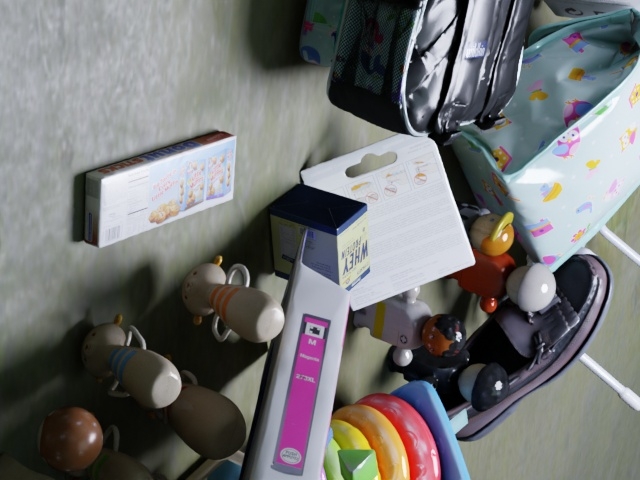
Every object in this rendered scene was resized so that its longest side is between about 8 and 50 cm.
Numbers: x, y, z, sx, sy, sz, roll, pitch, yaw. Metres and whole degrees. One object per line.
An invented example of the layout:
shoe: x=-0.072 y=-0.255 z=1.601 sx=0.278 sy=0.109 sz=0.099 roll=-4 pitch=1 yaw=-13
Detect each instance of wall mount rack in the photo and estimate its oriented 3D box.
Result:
wall mount rack: x=0.381 y=0.043 z=2.049 sx=0.350 sy=0.131 sz=0.304 roll=-58 pitch=143 yaw=-34

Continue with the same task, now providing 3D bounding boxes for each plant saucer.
plant saucer: x=0.106 y=0.261 z=1.796 sx=0.067 sy=0.018 sz=0.192 roll=-31 pitch=168 yaw=-45

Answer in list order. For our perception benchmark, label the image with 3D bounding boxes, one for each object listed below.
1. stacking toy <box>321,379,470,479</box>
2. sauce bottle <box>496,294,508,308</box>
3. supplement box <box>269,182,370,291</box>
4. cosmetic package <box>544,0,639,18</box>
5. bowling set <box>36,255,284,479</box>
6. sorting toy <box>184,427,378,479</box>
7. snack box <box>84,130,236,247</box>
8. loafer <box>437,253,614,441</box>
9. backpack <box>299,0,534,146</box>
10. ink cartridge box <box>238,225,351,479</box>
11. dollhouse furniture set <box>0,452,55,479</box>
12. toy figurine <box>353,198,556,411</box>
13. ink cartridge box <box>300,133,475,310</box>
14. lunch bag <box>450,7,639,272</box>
stacking toy: x=-0.004 y=0.257 z=1.632 sx=0.302 sy=0.165 sz=0.175 roll=-5 pitch=155 yaw=-38
sauce bottle: x=0.245 y=0.089 z=1.995 sx=0.042 sy=0.042 sz=0.128 roll=-59 pitch=145 yaw=-18
supplement box: x=0.000 y=0.000 z=1.534 sx=0.056 sy=0.083 sz=0.083 roll=-40 pitch=138 yaw=-42
cosmetic package: x=0.279 y=-0.422 z=1.641 sx=0.453 sy=0.162 sz=0.230 roll=30 pitch=75 yaw=-57
bowling set: x=-0.171 y=0.141 z=1.334 sx=0.200 sy=0.154 sz=0.287 roll=15 pitch=96 yaw=-39
sorting toy: x=-0.084 y=0.270 z=1.451 sx=0.348 sy=0.196 sz=0.047 roll=-40 pitch=134 yaw=-39
snack box: x=-0.139 y=-0.047 z=1.358 sx=0.178 sy=0.022 sz=0.064 roll=-23 pitch=124 yaw=-49
loafer: x=0.233 y=0.133 z=1.867 sx=0.095 sy=0.109 sz=0.302 roll=14 pitch=123 yaw=-46
backpack: x=0.108 y=-0.246 z=1.462 sx=0.225 sy=0.191 sz=0.253 roll=-19 pitch=131 yaw=-52
ink cartridge box: x=-0.032 y=0.166 z=1.398 sx=0.371 sy=0.069 sz=0.175 roll=-82 pitch=-173 yaw=-52
dollhouse furniture set: x=-0.222 y=0.291 z=1.263 sx=0.129 sy=0.184 sz=0.129 roll=-48 pitch=141 yaw=-31
toy figurine: x=0.159 y=0.069 z=1.752 sx=0.213 sy=0.148 sz=0.209 roll=-59 pitch=146 yaw=-16
ink cartridge box: x=0.068 y=-0.028 z=1.604 sx=0.145 sy=0.045 sz=0.179 roll=-21 pitch=117 yaw=0
lunch bag: x=0.297 y=-0.131 z=1.800 sx=0.262 sy=0.160 sz=0.223 roll=-41 pitch=142 yaw=-5
